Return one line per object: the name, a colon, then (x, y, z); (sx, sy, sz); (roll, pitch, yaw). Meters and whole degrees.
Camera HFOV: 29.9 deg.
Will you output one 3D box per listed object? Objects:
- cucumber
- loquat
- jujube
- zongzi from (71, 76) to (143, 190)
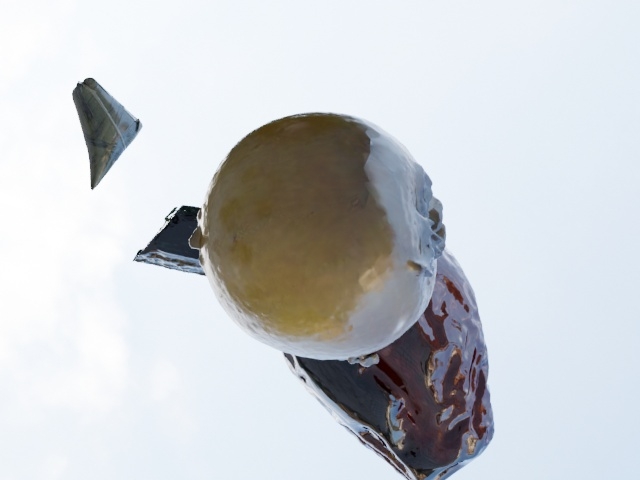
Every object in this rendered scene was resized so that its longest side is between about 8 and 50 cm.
cucumber: (-0.069, 0.011, 1.175); (0.046, 0.220, 0.070); (-179, -79, -84)
loquat: (0.000, 0.000, 0.647); (0.141, 0.141, 0.141); (-18, -119, 36)
jujube: (0.059, 0.090, 1.002); (0.168, 0.168, 0.236); (-32, -98, 28)
zongzi: (-0.217, -0.102, 1.123); (0.083, 0.076, 0.040); (-55, -157, -20)
